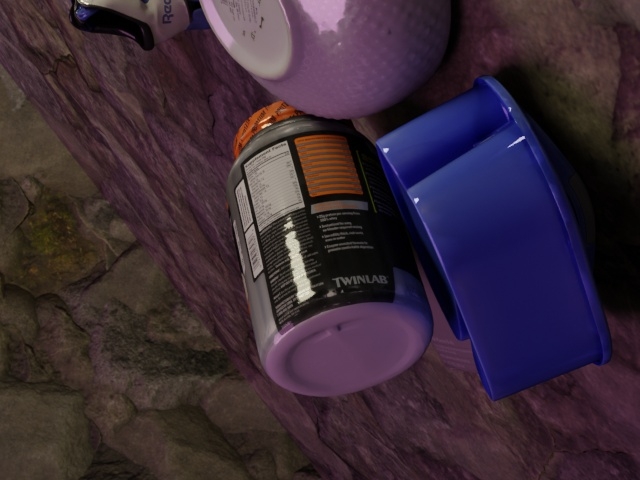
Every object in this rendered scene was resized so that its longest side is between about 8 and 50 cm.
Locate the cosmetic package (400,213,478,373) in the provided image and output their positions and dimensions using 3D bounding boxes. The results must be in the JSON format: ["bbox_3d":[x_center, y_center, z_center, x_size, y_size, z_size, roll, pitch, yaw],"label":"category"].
[{"bbox_3d":[0.161,0.043,1.473,0.238,0.107,0.127,55,163,-11],"label":"cosmetic package"}]

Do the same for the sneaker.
[{"bbox_3d":[-0.292,-0.391,1.623,0.315,0.182,0.127,54,160,-6],"label":"sneaker"}]

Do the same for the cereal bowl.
[{"bbox_3d":[-0.029,-0.269,1.238,0.339,0.141,0.339,39,150,28],"label":"cereal bowl"}]

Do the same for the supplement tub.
[{"bbox_3d":[0.000,0.000,1.335,0.193,0.194,0.316,79,177,-53],"label":"supplement tub"}]

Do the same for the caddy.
[{"bbox_3d":[0.196,-0.004,1.209,0.241,0.179,0.341,-113,-1,-56],"label":"caddy"}]
